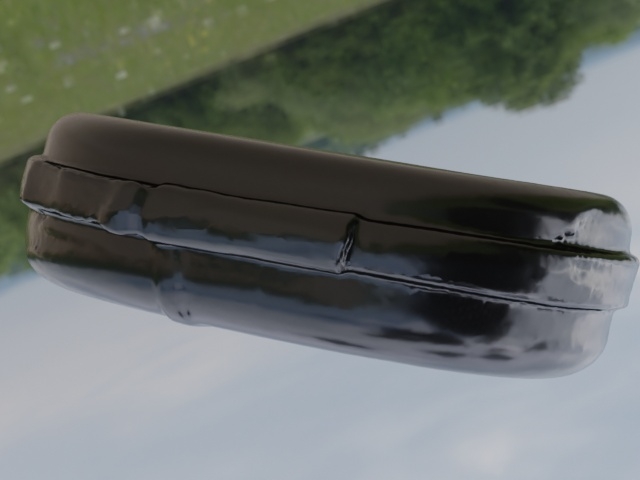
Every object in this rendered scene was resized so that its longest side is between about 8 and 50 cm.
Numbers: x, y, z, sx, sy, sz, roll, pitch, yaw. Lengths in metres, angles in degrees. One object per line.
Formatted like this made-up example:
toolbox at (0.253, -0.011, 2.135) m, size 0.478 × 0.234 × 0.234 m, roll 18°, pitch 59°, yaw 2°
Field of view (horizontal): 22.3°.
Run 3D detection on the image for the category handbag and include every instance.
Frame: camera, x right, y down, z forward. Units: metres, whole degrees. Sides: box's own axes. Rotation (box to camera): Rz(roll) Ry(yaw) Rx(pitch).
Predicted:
handbag at (0.000, 0.001, 0.802) m, size 0.308 × 0.093 × 0.254 m, roll 10°, pitch -176°, yaw 15°
